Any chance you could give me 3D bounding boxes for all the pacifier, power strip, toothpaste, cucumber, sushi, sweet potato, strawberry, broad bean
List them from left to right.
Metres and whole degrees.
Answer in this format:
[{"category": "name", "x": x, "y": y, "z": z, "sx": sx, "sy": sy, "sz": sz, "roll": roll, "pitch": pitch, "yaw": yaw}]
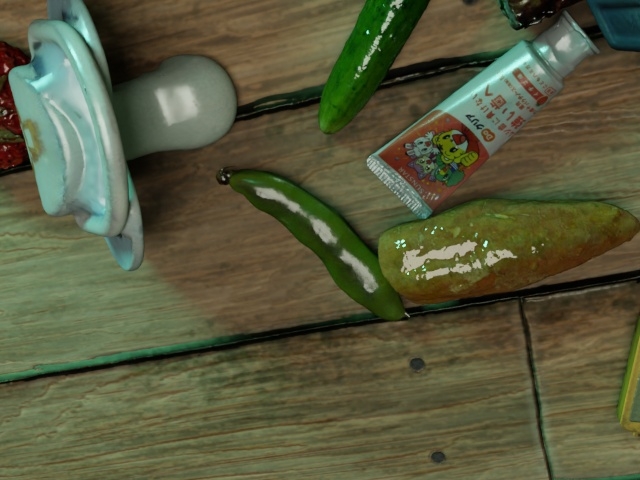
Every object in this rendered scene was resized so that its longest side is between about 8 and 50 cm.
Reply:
[{"category": "strawberry", "x": -0.351, "y": -0.138, "z": 0.740, "sx": 0.145, "sy": 0.086, "sz": 0.145, "roll": 3, "pitch": 116, "yaw": 6}, {"category": "pacifier", "x": -0.174, "y": -0.112, "z": 0.697, "sx": 0.207, "sy": 0.227, "sz": 0.279, "roll": -19, "pitch": 111, "yaw": -28}, {"category": "broad bean", "x": 0.002, "y": -0.003, "z": 0.757, "sx": 0.254, "sy": 0.046, "sz": 0.065, "roll": 40, "pitch": 116, "yaw": -5}, {"category": "cucumber", "x": 0.061, "y": -0.205, "z": 0.675, "sx": 0.056, "sy": 0.056, "sz": 0.250, "roll": 28, "pitch": 111, "yaw": -2}, {"category": "toothpaste", "x": 0.155, "y": -0.120, "z": 0.697, "sx": 0.089, "sy": 0.057, "sz": 0.234, "roll": 44, "pitch": 117, "yaw": -11}, {"category": "sweet potato", "x": 0.183, "y": 0.002, "z": 0.716, "sx": 0.251, "sy": 0.097, "sz": 0.097, "roll": -11, "pitch": 107, "yaw": 6}, {"category": "sushi", "x": 0.182, "y": -0.241, "z": 0.622, "sx": 0.084, "sy": 0.094, "sz": 0.098, "roll": -24, "pitch": 121, "yaw": 16}, {"category": "power strip", "x": 0.352, "y": 0.125, "z": 0.761, "sx": 0.049, "sy": 0.028, "sz": 0.178, "roll": 6, "pitch": 110, "yaw": 6}]

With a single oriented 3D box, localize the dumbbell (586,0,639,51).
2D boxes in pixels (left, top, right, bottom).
[{"category": "dumbbell", "x": 0.350, "y": -0.118, "z": 0.589, "sx": 0.160, "sy": 0.144, "sz": 0.325, "roll": -25, "pitch": 113, "yaw": 28}]
